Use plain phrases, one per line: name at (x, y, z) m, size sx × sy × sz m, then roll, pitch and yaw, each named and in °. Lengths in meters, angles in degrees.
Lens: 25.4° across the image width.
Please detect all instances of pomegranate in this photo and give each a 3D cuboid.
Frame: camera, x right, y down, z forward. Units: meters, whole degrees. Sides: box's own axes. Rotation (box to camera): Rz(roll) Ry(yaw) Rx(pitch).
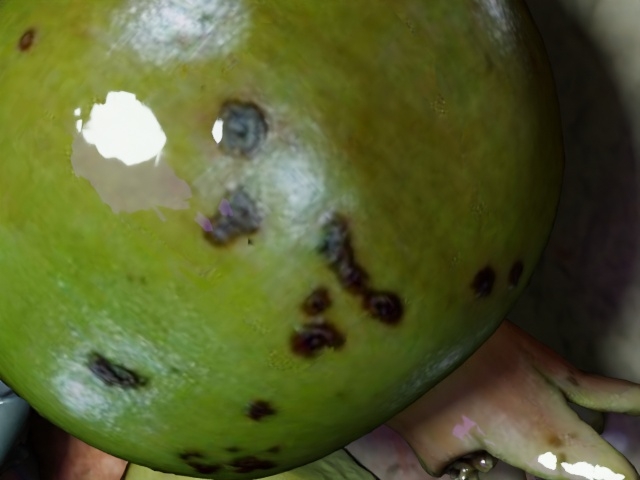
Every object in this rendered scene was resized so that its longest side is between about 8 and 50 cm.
pomegranate at (-0.024, 0.006, 0.607) m, size 0.291 × 0.291 × 0.323 m, roll -16°, pitch 101°, yaw 40°

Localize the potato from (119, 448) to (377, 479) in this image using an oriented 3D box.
potato at (-0.047, 0.164, 0.785) m, size 0.120 × 0.081 × 0.149 m, roll 36°, pitch 122°, yaw 28°

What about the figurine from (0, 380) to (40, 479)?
figurine at (-0.230, 0.069, 0.870) m, size 0.193 × 0.140 × 0.265 m, roll 36°, pitch 112°, yaw -2°
